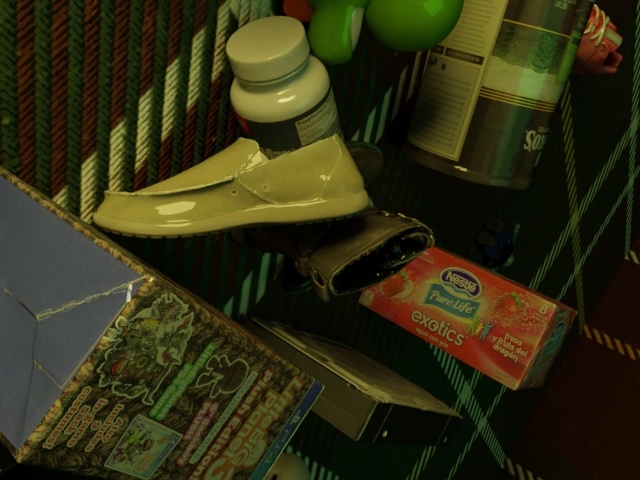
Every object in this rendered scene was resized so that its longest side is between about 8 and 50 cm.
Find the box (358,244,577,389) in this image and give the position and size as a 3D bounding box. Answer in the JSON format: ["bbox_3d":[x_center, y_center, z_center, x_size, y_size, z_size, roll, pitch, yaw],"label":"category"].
[{"bbox_3d":[0.237,0.108,1.089,0.154,0.300,0.142,16,100,-56],"label":"box"}]

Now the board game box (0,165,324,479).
[{"bbox_3d":[-0.172,0.094,0.591,0.141,0.232,0.291,-56,146,-9],"label":"board game box"}]

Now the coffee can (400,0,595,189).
[{"bbox_3d":[0.248,-0.234,0.956,0.202,0.202,0.275,-10,120,-50],"label":"coffee can"}]

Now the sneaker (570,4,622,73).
[{"bbox_3d":[0.481,-0.397,1.215,0.314,0.136,0.115,25,91,-56],"label":"sneaker"}]

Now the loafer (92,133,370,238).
[{"bbox_3d":[-0.088,-0.054,0.661,0.269,0.102,0.092,-7,91,-9],"label":"loafer"}]

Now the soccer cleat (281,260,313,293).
[{"bbox_3d":[0.000,0.000,0.923,0.179,0.060,0.072,-48,134,-32],"label":"soccer cleat"}]

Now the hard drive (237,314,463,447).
[{"bbox_3d":[0.048,0.208,0.963,0.339,0.237,0.064,29,88,-56],"label":"hard drive"}]

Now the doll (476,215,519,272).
[{"bbox_3d":[0.398,0.012,1.470,0.129,0.046,0.189,-57,146,-7],"label":"doll"}]

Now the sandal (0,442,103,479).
[{"bbox_3d":[-0.191,0.271,0.779,0.446,0.107,0.167,-3,127,-50],"label":"sandal"}]

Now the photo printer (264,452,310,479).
[{"bbox_3d":[-0.088,0.500,1.024,0.256,0.107,0.307,-67,164,-57],"label":"photo printer"}]

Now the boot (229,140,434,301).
[{"bbox_3d":[0.042,-0.025,0.777,0.263,0.229,0.091,-34,124,-28],"label":"boot"}]

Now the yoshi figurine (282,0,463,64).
[{"bbox_3d":[0.093,-0.351,0.681,0.204,0.203,0.362,-20,131,-54],"label":"yoshi figurine"}]

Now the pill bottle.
[{"bbox_3d":[-0.037,-0.141,0.721,0.108,0.108,0.180,-46,142,-24],"label":"pill bottle"}]
